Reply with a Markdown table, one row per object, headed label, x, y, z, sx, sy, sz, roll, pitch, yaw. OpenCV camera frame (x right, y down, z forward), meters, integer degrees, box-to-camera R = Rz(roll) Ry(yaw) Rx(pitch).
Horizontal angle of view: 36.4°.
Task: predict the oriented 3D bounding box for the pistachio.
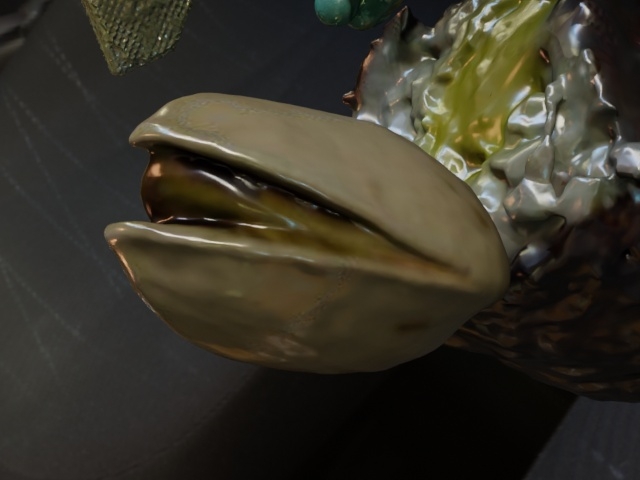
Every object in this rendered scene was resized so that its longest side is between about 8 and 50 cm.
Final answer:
| label | x | y | z | sx | sy | sz | roll | pitch | yaw |
| --- | --- | --- | --- | --- | --- | --- | --- | --- | --- |
| pistachio | 0.000 | 0.000 | 0.507 | 0.153 | 0.238 | 0.137 | -2 | 78 | 53 |

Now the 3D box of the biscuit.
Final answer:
| label | x | y | z | sx | sy | sz | roll | pitch | yaw |
| --- | --- | --- | --- | --- | --- | --- | --- | --- | --- |
| biscuit | -0.219 | -0.325 | 1.109 | 0.046 | 0.147 | 0.249 | 27 | 140 | 54 |

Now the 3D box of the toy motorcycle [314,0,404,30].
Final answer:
| label | x | y | z | sx | sy | sz | roll | pitch | yaw |
| --- | --- | --- | --- | --- | --- | --- | --- | --- | --- |
| toy motorcycle | 0.071 | -0.276 | 0.936 | 0.109 | 0.198 | 0.296 | 39 | -177 | 2 |

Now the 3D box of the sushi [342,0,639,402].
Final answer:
| label | x | y | z | sx | sy | sz | roll | pitch | yaw |
| --- | --- | --- | --- | --- | --- | --- | --- | --- | --- |
| sushi | 0.196 | -0.035 | 0.734 | 0.281 | 0.294 | 0.299 | -42 | 40 | 30 |
